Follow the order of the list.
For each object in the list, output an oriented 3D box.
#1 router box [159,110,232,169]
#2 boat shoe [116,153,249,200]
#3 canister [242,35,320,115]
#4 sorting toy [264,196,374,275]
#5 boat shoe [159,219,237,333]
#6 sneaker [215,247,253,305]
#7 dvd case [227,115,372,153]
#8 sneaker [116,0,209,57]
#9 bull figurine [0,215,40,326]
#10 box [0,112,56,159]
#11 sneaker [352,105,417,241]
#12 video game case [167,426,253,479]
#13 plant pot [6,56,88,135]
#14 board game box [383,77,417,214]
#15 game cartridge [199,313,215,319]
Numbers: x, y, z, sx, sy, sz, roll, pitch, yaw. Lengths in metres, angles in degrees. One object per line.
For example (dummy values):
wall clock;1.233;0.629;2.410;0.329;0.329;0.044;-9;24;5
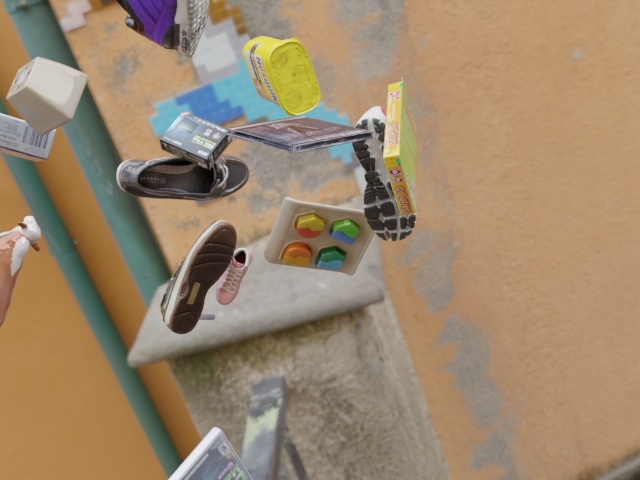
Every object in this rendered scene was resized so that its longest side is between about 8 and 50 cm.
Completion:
router box;-0.259;-0.210;1.683;0.122;0.038;0.092;23;60;16
boat shoe;-0.296;-0.142;1.853;0.335;0.112;0.095;-5;11;-35
canister;-0.073;-0.298;1.441;0.073;0.126;0.170;-27;25;-12
sorting toy;0.000;0.000;1.722;0.208;0.193;0.038;11;44;-13
boat shoe;-0.269;0.064;1.699;0.095;0.095;0.257;34;95;50
sneaker;-0.190;0.074;1.742;0.134;0.051;0.070;-63;-5;-10
dvd case;-0.040;-0.189;1.429;0.164;0.018;0.221;-15;23;-33
sneaker;-0.227;-0.368;1.094;0.146;0.293;0.102;19;61;-2
bull figurine;-0.815;0.072;2.014;0.188;0.101;0.310;9;75;25
box;-0.660;-0.223;1.763;0.126;0.072;0.137;16;-4;-28
sneaker;0.140;-0.132;1.593;0.107;0.279;0.118;-1;28;20
video game case;-0.191;0.431;1.312;0.022;0.173;0.190;7;43;41
plant pot;-0.518;-0.277;1.510;0.109;0.096;0.109;-16;52;40
board game box;0.144;-0.173;1.424;0.039;0.124;0.259;-8;39;17
game cartridge;-0.282;0.171;1.820;0.083;0.017;0.056;4;-9;-22
